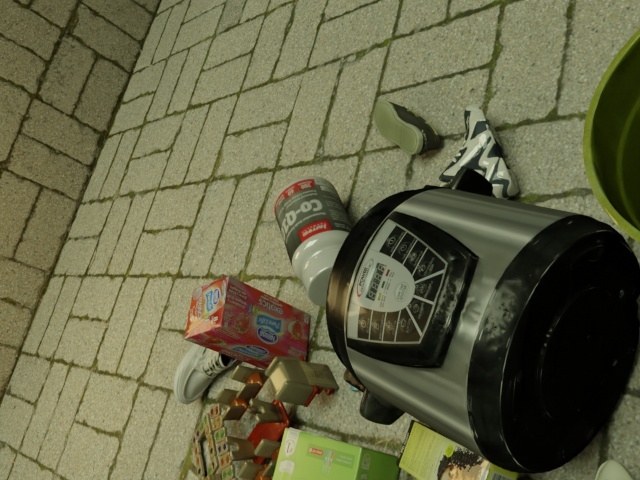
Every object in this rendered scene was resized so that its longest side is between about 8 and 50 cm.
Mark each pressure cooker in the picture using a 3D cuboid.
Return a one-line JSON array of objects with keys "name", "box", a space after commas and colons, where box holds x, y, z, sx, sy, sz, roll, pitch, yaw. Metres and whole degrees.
[{"name": "pressure cooker", "box": [0.214, 0.112, 0.976, 0.369, 0.376, 0.420, -29, 29, -28]}]

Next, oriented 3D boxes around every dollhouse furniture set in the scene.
[{"name": "dollhouse furniture set", "box": [-0.089, 0.375, 1.351, 0.259, 0.135, 0.262, -57, 38, 22]}]

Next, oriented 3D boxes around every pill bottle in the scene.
[{"name": "pill bottle", "box": [0.000, 0.000, 1.423, 0.161, 0.161, 0.283, -42, 43, 21]}]

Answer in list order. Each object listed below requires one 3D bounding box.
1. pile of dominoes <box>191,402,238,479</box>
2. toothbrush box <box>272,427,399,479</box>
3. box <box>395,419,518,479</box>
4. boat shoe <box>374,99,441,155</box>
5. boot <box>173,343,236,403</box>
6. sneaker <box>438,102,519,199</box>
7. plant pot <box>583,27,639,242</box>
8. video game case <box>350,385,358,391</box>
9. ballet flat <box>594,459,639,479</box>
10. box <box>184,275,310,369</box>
[{"name": "pile of dominoes", "box": [-0.258, 0.507, 1.437, 0.196, 0.040, 0.251, -61, 35, 32]}, {"name": "toothbrush box", "box": [0.006, 0.507, 1.143, 0.206, 0.122, 0.283, -5, 63, 46]}, {"name": "box", "box": [0.209, 0.362, 1.006, 0.087, 0.058, 0.232, -68, 19, -10]}, {"name": "boat shoe", "box": [0.195, -0.261, 1.451, 0.228, 0.068, 0.081, -123, 34, -49]}, {"name": "boot", "box": [-0.275, 0.303, 1.582, 0.123, 0.095, 0.258, 13, 76, 57]}, {"name": "sneaker", "box": [0.288, -0.159, 1.264, 0.153, 0.094, 0.235, -27, 59, 23]}, {"name": "plant pot", "box": [0.557, -0.074, 0.725, 0.366, 0.353, 0.367, -26, 50, 36]}, {"name": "video game case", "box": [0.132, 0.235, 1.256, 0.166, 0.015, 0.119, -17, 56, 40]}, {"name": "ballet flat", "box": [0.429, 0.308, 0.766, 0.408, 0.147, 0.147, -29, 45, 3]}, {"name": "box", "box": [-0.157, 0.190, 1.399, 0.128, 0.256, 0.123, -22, 51, 37]}]
